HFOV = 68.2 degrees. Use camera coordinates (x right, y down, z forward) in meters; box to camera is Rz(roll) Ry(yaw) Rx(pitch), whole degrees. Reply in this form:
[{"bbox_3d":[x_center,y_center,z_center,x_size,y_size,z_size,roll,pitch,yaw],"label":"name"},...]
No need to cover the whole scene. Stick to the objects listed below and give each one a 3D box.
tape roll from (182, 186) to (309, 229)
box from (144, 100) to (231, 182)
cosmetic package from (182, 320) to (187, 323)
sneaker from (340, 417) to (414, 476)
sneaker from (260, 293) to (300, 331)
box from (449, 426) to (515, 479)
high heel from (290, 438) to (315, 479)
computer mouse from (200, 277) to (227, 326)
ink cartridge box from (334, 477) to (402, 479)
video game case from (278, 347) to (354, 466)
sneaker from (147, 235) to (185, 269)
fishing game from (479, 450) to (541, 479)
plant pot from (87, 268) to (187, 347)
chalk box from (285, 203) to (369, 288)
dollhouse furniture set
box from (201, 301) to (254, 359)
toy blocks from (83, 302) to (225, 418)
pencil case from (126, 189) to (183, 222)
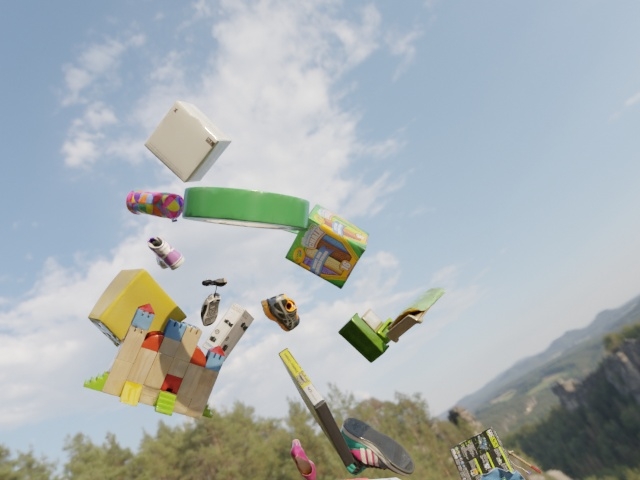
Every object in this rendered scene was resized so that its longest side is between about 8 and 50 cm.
[{"bbox_3d":[-0.190,-0.077,1.224,0.321,0.077,0.321,6,-1,0],"label":"tape roll"},{"bbox_3d":[-0.414,-0.308,1.489,0.182,0.181,0.119,-47,-1,15],"label":"box"},{"bbox_3d":[-0.784,0.551,2.563,0.086,0.231,0.117,1,-33,12],"label":"cosmetic package"},{"bbox_3d":[0.188,0.811,1.753,0.124,0.296,0.178,-25,-42,-55],"label":"sneaker"},{"bbox_3d":[-0.106,0.228,1.501,0.083,0.084,0.215,-30,-29,7],"label":"sneaker"},{"bbox_3d":[0.581,0.799,1.691,0.184,0.190,0.045,-34,-51,14],"label":"box"},{"bbox_3d":[-0.077,1.062,2.218,0.082,0.244,0.117,-16,14,-1],"label":"high heel"},{"bbox_3d":[-0.396,0.219,1.694,0.106,0.042,0.192,-10,-58,-55],"label":"computer mouse"},{"bbox_3d":[0.156,1.012,1.954,0.308,0.091,0.385,8,-11,-22],"label":"ink cartridge box"},{"bbox_3d":[-0.014,0.470,1.341,0.035,0.248,0.274,-30,-58,-14],"label":"video game case"},{"bbox_3d":[-0.705,0.043,2.110,0.102,0.161,0.282,-50,22,-23],"label":"sneaker"},{"bbox_3d":[0.508,0.731,1.337,0.264,0.189,0.041,-54,14,0],"label":"fishing game"},{"bbox_3d":[-0.595,0.229,1.494,0.212,0.212,0.187,-6,35,49],"label":"plant pot"},{"bbox_3d":[0.000,0.000,1.655,0.179,0.289,0.180,-59,3,22],"label":"chalk box"},{"bbox_3d":[0.228,0.229,1.527,0.197,0.151,0.301,-37,-12,-45],"label":"dollhouse furniture set"},{"bbox_3d":[-0.499,0.498,2.578,0.290,0.087,0.169,-55,-25,-19],"label":"box"},{"bbox_3d":[-0.443,0.348,1.391,0.382,0.260,0.191,26,-12,-22],"label":"toy blocks"},{"bbox_3d":[-0.598,-0.130,1.717,0.236,0.104,0.104,10,-5,31],"label":"pencil case"}]
